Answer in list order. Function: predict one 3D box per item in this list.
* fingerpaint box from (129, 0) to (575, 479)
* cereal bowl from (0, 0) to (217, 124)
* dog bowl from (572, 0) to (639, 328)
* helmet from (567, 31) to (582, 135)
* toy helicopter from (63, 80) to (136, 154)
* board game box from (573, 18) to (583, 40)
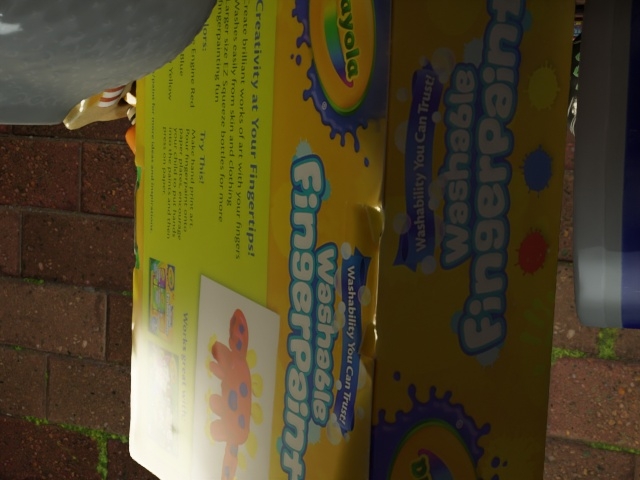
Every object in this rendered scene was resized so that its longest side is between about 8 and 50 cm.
[{"bbox_3d":[0.000,0.000,0.804,0.163,0.445,0.371,-3,-172,-33],"label":"fingerpaint box"},{"bbox_3d":[-0.214,-0.134,0.551,0.339,0.141,0.339,2,-173,0],"label":"cereal bowl"},{"bbox_3d":[0.240,-0.069,0.728,0.104,0.265,0.265,3,-173,18],"label":"dog bowl"},{"bbox_3d":[0.332,-0.162,1.098,0.169,0.169,0.161,1,171,-14],"label":"helmet"},{"bbox_3d":[-0.226,-0.195,1.145,0.235,0.140,0.355,-33,174,30],"label":"toy helicopter"},{"bbox_3d":[0.293,-0.254,1.293,0.281,0.027,0.145,9,-172,42],"label":"board game box"}]
